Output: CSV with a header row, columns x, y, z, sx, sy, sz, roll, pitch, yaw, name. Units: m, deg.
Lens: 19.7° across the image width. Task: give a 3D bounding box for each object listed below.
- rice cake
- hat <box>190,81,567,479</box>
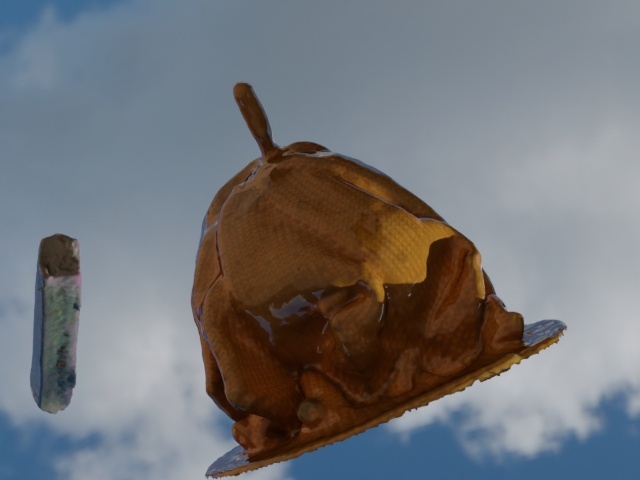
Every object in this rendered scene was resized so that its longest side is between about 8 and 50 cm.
x,y,z,sx,sy,sz,roll,pitch,yaw,name
-0.202,0.068,1.408,0.036,0.206,0.047,2,-127,-9,rice cake
0.000,0.000,1.203,0.244,0.233,0.233,-22,-178,42,hat
